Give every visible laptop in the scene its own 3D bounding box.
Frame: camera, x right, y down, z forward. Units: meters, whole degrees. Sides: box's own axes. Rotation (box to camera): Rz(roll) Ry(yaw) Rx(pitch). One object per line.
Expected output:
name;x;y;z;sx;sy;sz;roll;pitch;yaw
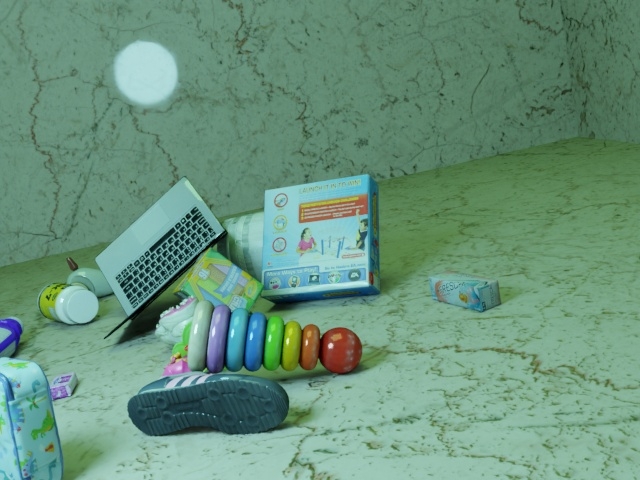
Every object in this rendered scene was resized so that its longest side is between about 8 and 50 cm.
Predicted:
laptop;-0.476;0.030;2.104;0.382;0.408;0.236;-41;-30;4

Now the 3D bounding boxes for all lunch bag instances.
lunch bag;-0.518;0.311;1.265;0.176;0.219;0.090;0;10;42

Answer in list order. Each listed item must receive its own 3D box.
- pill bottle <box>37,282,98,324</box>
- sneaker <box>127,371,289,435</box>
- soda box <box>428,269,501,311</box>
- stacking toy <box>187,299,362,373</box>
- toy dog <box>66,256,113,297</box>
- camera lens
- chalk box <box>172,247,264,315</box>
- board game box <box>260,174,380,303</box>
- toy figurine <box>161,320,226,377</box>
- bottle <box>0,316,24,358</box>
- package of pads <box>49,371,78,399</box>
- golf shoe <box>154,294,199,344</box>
pill bottle;-0.764;0.192;2.299;0.119;0.119;0.208;-22;16;-40
sneaker;-0.187;0.274;1.364;0.318;0.112;0.131;-5;15;23
soda box;0.326;0.112;1.724;0.063;0.058;0.183;-18;13;-26
stacking toy;-0.084;0.204;1.465;0.330;0.141;0.141;8;12;-3
toy dog;-0.725;0.104;2.563;0.333;0.161;0.220;-21;15;-35
camera lens;-0.138;0.021;2.220;0.274;0.220;0.219;-9;12;17
chalk box;-0.229;0.134;1.850;0.132;0.213;0.132;-57;13;-17
board game box;0.000;0.000;1.994;0.308;0.302;0.086;-7;-20;22
toy figurine;-0.281;0.263;1.556;0.173;0.130;0.159;-27;12;33
bottle;-0.891;0.281;2.061;0.118;0.092;0.283;4;12;-2
package of pads;-0.578;0.326;1.701;0.050;0.032;0.083;-14;12;-4
golf shoe;-0.308;0.223;1.761;0.115;0.140;0.306;-35;-4;-16
